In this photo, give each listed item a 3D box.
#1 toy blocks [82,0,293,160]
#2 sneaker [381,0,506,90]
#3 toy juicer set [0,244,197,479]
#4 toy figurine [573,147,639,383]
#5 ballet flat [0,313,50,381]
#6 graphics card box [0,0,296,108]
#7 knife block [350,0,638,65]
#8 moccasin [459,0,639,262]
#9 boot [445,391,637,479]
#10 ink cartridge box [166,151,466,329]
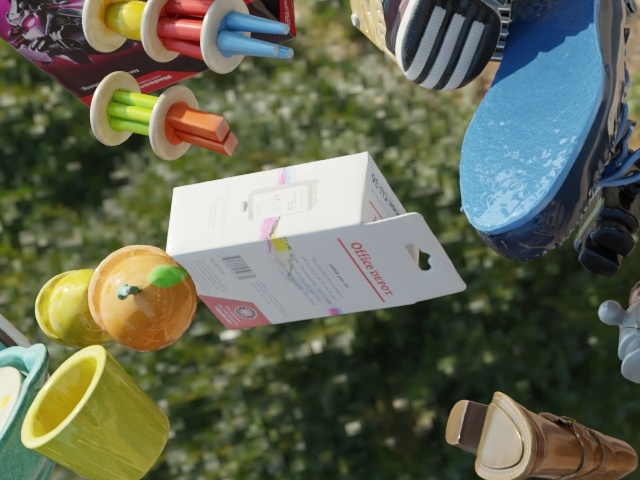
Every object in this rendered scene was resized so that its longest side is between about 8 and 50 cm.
[{"bbox_3d":[-0.084,-0.108,1.262,0.148,0.054,0.123,13,119,31],"label":"toy blocks"},{"bbox_3d":[0.114,-0.268,1.541,0.281,0.106,0.162,-64,20,6],"label":"sneaker"},{"bbox_3d":[-0.207,0.100,1.175,0.329,0.089,0.209,-31,29,37],"label":"toy juicer set"},{"bbox_3d":[0.335,0.011,1.641,0.213,0.148,0.209,-14,119,20],"label":"toy figurine"},{"bbox_3d":[-0.418,0.054,1.618,0.139,0.400,0.139,-163,90,-81],"label":"ballet flat"},{"bbox_3d":[-0.204,-0.260,1.703,0.233,0.371,0.094,-17,60,20],"label":"graphics card box"},{"bbox_3d":[0.175,-0.253,1.927,0.276,0.242,0.088,-128,24,-59],"label":"knife block"},{"bbox_3d":[0.204,-0.097,1.477,0.137,0.342,0.117,-15,125,33],"label":"moccasin"},{"bbox_3d":[0.207,0.181,1.645,0.197,0.152,0.073,-155,81,-78],"label":"boot"},{"bbox_3d":[0.000,0.000,1.398,0.198,0.115,0.067,-9,56,21],"label":"ink cartridge box"}]
